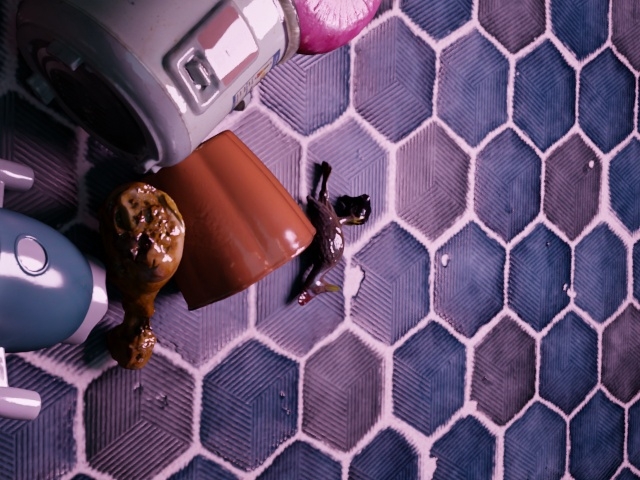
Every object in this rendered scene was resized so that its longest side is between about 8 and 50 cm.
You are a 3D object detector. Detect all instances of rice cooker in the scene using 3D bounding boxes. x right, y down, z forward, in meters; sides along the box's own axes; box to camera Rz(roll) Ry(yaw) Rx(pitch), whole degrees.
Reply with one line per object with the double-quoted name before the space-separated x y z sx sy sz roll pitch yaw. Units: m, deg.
"rice cooker" -0.174 -0.246 1.170 0.317 0.264 0.316 -16 114 -39

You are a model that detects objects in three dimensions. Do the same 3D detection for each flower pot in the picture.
"flower pot" -0.125 -0.034 1.278 0.191 0.191 0.173 -34 99 -30

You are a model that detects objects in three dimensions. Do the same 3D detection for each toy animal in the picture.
"toy animal" 0.010 -0.002 1.454 0.105 0.070 0.202 23 81 -22

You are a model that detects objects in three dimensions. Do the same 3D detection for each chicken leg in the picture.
"chicken leg" -0.216 0.046 1.222 0.087 0.107 0.251 -11 127 -30

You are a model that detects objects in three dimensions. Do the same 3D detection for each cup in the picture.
"cup" -0.331 0.049 1.134 0.173 0.168 0.299 19 56 -48

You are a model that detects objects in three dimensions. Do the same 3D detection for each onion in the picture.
"onion" -0.021 -0.331 1.340 0.207 0.201 0.200 -3 95 -69
